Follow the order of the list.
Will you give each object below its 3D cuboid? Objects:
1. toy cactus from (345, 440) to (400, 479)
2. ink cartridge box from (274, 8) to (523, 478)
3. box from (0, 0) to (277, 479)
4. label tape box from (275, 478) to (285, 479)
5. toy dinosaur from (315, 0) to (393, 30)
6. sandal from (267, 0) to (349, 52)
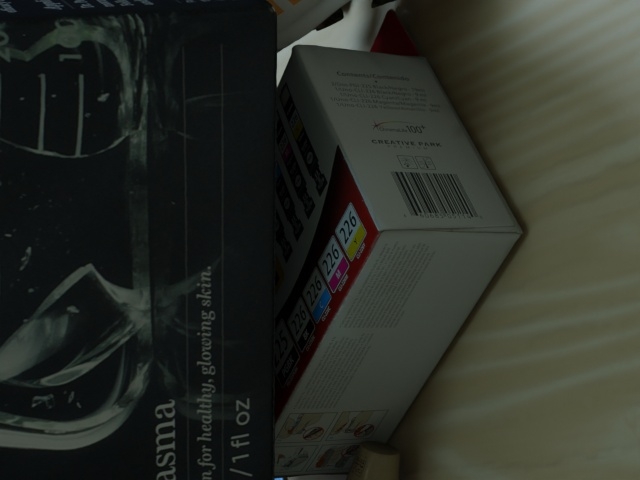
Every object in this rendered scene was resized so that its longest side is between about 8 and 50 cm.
[{"bbox_3d":[0.022,0.254,1.244,0.219,0.112,0.180,-148,67,-65],"label":"toy cactus"},{"bbox_3d":[0.000,0.000,1.257,0.309,0.130,0.272,-63,37,39],"label":"ink cartridge box"},{"bbox_3d":[-0.297,0.042,1.139,0.297,0.472,0.480,-140,47,-62],"label":"box"},{"bbox_3d":[-0.168,0.322,1.495,0.333,0.106,0.240,-48,48,31],"label":"label tape box"},{"bbox_3d":[-0.012,-0.264,1.278,0.313,0.121,0.160,8,125,61],"label":"toy dinosaur"},{"bbox_3d":[0.001,-0.226,1.169,0.265,0.076,0.102,-28,31,28],"label":"sandal"}]
